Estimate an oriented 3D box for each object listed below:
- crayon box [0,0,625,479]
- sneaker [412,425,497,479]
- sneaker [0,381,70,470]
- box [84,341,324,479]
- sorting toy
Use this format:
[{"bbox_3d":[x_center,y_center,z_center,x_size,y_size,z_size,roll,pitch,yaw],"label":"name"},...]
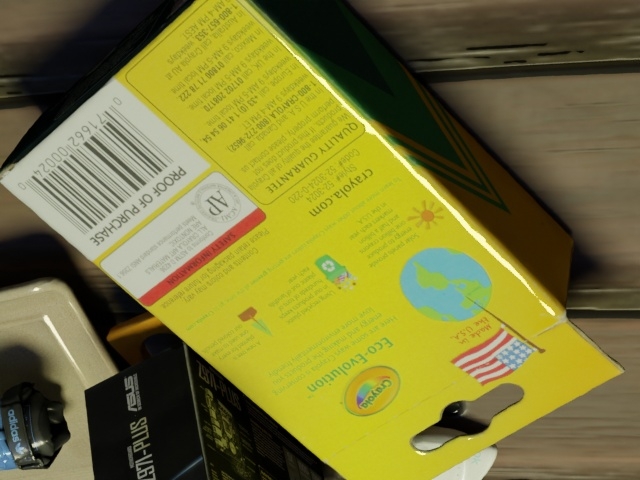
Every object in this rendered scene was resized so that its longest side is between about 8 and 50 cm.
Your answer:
[{"bbox_3d":[0.000,0.000,0.797,0.202,0.081,0.318,-35,111,32],"label":"crayon box"},{"bbox_3d":[0.075,0.217,0.945,0.094,0.080,0.212,3,125,-3],"label":"sneaker"},{"bbox_3d":[-0.214,0.120,0.853,0.084,0.152,0.058,-18,76,18],"label":"sneaker"},{"bbox_3d":[-0.060,0.174,0.854,0.077,0.147,0.180,-26,140,14],"label":"box"},{"bbox_3d":[-0.207,0.103,0.946,0.347,0.047,0.196,-12,126,22],"label":"sorting toy"}]
